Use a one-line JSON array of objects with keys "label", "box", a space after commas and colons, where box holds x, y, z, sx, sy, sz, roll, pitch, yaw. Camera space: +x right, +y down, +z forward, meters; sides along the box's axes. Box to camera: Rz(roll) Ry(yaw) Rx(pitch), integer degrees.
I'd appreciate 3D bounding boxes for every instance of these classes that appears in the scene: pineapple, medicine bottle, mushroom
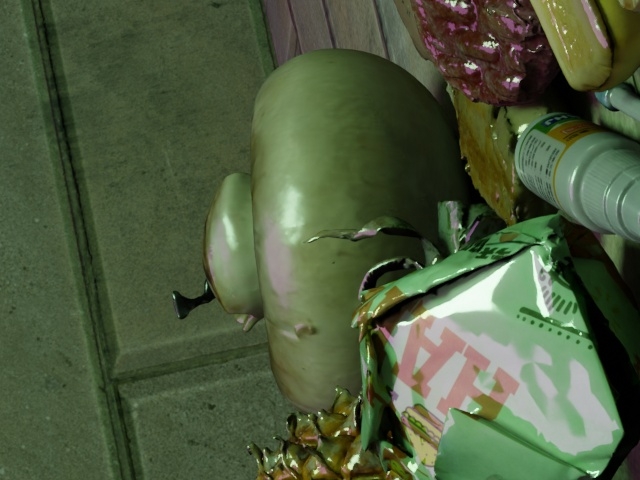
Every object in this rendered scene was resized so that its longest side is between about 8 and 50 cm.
[{"label": "pineapple", "box": [0.095, 0.101, 1.328, 0.262, 0.262, 0.272, -134, 59, -80]}, {"label": "medicine bottle", "box": [0.181, -0.050, 1.049, 0.221, 0.061, 0.092, -126, 45, -74]}, {"label": "mushroom", "box": [0.000, 0.000, 1.612, 0.362, 0.294, 0.362, -5, -90, -80]}]

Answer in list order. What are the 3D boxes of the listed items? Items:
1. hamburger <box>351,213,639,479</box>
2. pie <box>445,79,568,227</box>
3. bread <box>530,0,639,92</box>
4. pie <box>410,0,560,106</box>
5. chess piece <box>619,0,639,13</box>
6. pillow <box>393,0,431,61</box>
[{"label": "hamburger", "box": [0.130, 0.112, 1.149, 0.125, 0.214, 0.235, -23, -96, -57]}, {"label": "pie", "box": [0.136, -0.106, 1.294, 0.282, 0.068, 0.129, -110, 17, -59]}, {"label": "bread", "box": [0.163, -0.148, 1.007, 0.082, 0.056, 0.115, 122, 128, -66]}, {"label": "pie", "box": [0.108, -0.160, 1.144, 0.154, 0.036, 0.154, 43, 148, 37]}, {"label": "chess piece", "box": [0.178, -0.165, 0.923, 0.083, 0.038, 0.084, 167, 90, -82]}, {"label": "pillow", "box": [0.112, -0.203, 1.192, 0.248, 0.049, 0.135, -8, 103, 67]}]
